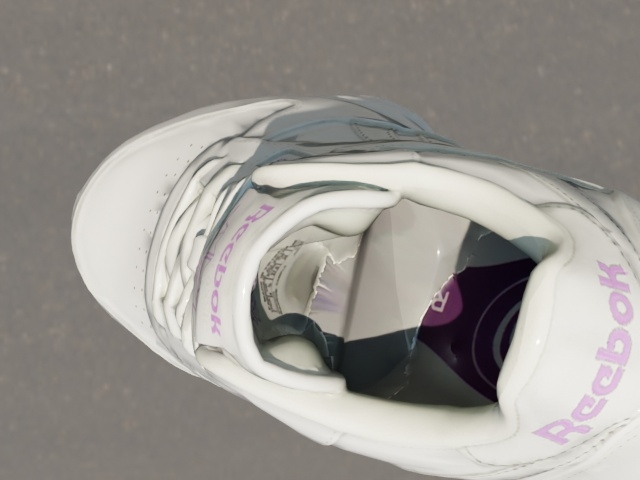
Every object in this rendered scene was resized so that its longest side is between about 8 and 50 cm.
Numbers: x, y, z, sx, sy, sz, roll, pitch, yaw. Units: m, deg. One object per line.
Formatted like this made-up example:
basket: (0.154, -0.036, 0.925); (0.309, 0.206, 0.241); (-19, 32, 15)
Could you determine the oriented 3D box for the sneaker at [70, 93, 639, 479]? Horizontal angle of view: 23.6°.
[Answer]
sneaker: (0.000, 0.000, 0.480); (0.152, 0.114, 0.305); (15, 178, -44)
